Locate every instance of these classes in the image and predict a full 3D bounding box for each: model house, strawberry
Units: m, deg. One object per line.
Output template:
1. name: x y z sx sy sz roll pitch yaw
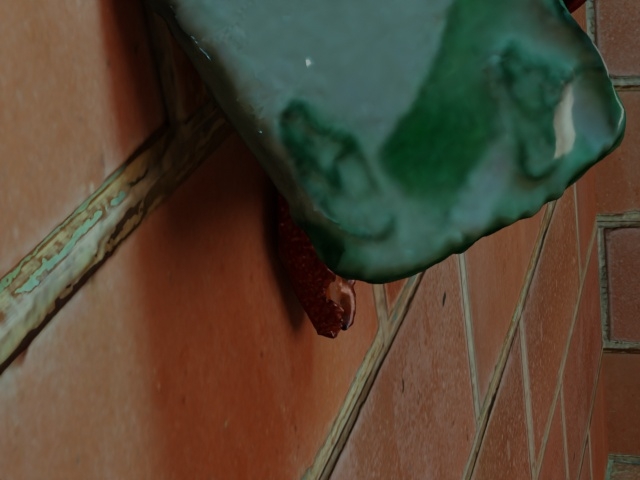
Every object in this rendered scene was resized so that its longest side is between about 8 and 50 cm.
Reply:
1. model house: 0.021 -0.137 0.807 0.267 0.194 0.325 57 2 -10
2. strawberry: -0.003 0.000 0.904 0.104 0.048 0.152 -54 145 -68

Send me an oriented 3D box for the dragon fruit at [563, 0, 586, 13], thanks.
1. dragon fruit: 0.138 -0.268 1.005 0.299 0.244 0.244 77 16 -82
